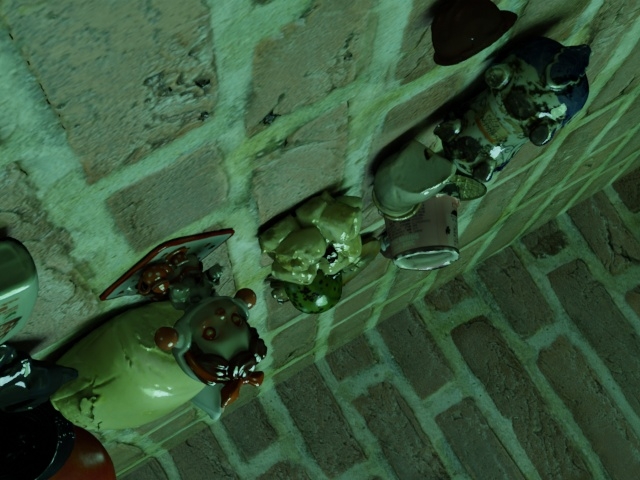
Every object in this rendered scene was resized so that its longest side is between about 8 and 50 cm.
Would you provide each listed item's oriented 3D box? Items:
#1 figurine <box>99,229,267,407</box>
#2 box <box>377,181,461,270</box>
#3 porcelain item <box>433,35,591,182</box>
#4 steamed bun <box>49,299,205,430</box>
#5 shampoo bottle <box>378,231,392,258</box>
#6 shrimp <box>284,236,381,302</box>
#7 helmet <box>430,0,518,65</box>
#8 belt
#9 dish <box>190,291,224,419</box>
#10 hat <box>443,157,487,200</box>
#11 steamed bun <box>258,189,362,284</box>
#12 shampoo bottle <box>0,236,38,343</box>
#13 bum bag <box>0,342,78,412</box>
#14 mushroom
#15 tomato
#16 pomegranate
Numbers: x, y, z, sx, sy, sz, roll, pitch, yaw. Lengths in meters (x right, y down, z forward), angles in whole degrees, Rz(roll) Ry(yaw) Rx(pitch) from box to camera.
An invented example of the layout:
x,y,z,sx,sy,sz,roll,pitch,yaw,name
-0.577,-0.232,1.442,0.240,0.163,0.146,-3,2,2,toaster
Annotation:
x,y,z,sx,sy,sz,roll,pitch,yaw,name
-0.165,0.127,1.655,0.160,0.226,0.183,-37,168,30,figurine
0.182,-0.023,2.054,0.151,0.135,0.151,-7,164,-2,box
0.302,-0.202,1.747,0.186,0.138,0.288,-37,176,-38,porcelain item
-0.291,0.215,1.853,0.232,0.166,0.273,-39,168,24,steamed bun
0.205,-0.040,2.371,0.067,0.068,0.236,-23,168,-41,shampoo bottle
0.028,0.058,2.315,0.152,0.063,0.287,-43,168,36,shrimp
0.167,-0.256,1.331,0.111,0.057,0.089,-39,-154,-13,helmet
-0.491,0.328,1.840,0.198,0.151,0.078,-23,171,10,belt
-0.217,0.204,2.023,0.081,0.229,0.229,0,159,-15,dish
0.232,-0.127,2.087,0.146,0.067,0.146,9,164,3,hat
0.000,0.000,1.866,0.192,0.106,0.177,-32,171,-10,steamed bun
-0.391,0.091,1.279,0.153,0.071,0.284,-25,166,-24,shampoo bottle
-0.435,0.188,1.577,0.137,0.074,0.310,-21,164,5,bum bag
0.136,-0.095,1.856,0.108,0.096,0.247,-25,173,-15,mushroom
-0.522,0.464,2.139,0.299,0.226,0.298,-29,141,-27,tomato
-0.031,0.082,2.144,0.162,0.122,0.122,-11,178,24,pomegranate
